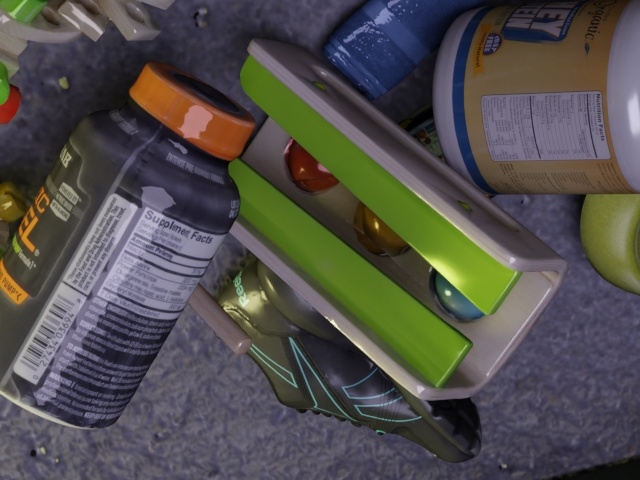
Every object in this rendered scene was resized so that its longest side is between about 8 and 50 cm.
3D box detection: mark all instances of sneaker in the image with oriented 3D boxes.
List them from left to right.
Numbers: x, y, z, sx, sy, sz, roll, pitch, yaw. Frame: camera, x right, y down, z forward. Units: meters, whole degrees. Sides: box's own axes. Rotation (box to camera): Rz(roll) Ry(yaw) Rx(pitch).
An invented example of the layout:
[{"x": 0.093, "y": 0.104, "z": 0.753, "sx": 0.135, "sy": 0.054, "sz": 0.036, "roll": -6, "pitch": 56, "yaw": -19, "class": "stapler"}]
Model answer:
[{"x": 0.025, "y": 0.103, "z": 1.393, "sx": 0.106, "sy": 0.101, "sz": 0.267, "roll": -38, "pitch": 113, "yaw": 25, "class": "sneaker"}]

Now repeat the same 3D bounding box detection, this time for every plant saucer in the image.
[{"x": 0.331, "y": -0.032, "z": 1.370, "sx": 0.241, "sy": 0.037, "sz": 0.241, "roll": -11, "pitch": 134, "yaw": -11, "class": "plant saucer"}]

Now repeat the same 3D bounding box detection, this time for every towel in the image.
[{"x": 0.062, "y": -0.167, "z": 1.292, "sx": 0.119, "sy": 0.029, "sz": 0.067, "roll": -41, "pitch": 117, "yaw": 10, "class": "towel"}]

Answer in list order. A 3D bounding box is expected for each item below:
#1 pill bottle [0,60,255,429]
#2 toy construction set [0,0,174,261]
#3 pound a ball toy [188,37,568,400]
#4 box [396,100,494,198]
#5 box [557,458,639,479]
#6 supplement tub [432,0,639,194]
[{"x": -0.141, "y": -0.001, "z": 1.174, "sx": 0.130, "sy": 0.130, "sz": 0.246, "roll": 27, "pitch": 101, "yaw": -22, "class": "pill bottle"}, {"x": -0.244, "y": -0.088, "z": 1.189, "sx": 0.215, "sy": 0.151, "sz": 0.328, "roll": 27, "pitch": 108, "yaw": -38, "class": "toy construction set"}, {"x": 0.000, "y": 0.000, "z": 1.250, "sx": 0.208, "sy": 0.319, "sz": 0.136, "roll": -57, "pitch": 155, "yaw": 16, "class": "pound a ball toy"}, {"x": 0.084, "y": -0.053, "z": 1.352, "sx": 0.137, "sy": 0.027, "sz": 0.094, "roll": -33, "pitch": 118, "yaw": 5, "class": "box"}, {"x": 0.236, "y": 0.443, "z": 1.375, "sx": 0.480, "sy": 0.472, "sz": 0.297, "roll": -14, "pitch": 119, "yaw": -5, "class": "box"}, {"x": 0.198, "y": -0.106, "z": 1.235, "sx": 0.199, "sy": 0.144, "sz": 0.144, "roll": 0, "pitch": 123, "yaw": 32, "class": "supplement tub"}]
